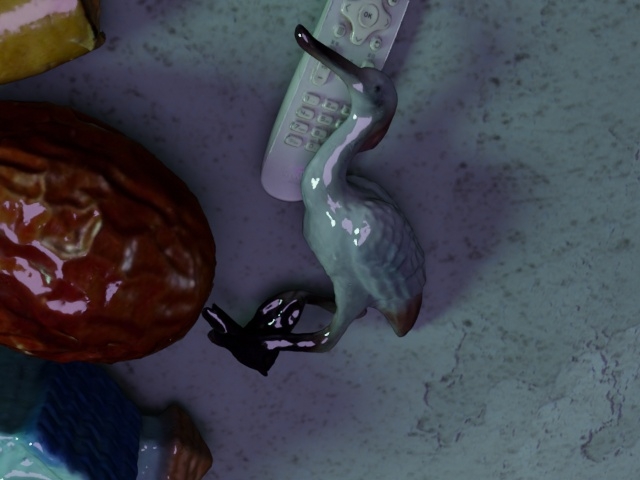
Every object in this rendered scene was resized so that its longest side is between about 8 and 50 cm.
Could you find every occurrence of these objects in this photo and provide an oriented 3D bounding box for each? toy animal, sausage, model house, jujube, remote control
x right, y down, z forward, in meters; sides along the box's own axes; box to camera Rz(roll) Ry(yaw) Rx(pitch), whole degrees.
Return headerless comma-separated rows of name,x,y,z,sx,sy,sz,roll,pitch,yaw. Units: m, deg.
toy animal,0.024,-0.009,1.037,0.195,0.090,0.324,5,122,-27
sausage,-0.303,-0.165,0.968,0.271,0.109,0.108,-8,110,-3
model house,-0.256,0.235,1.045,0.329,0.251,0.294,11,108,-15
jujube,-0.224,-0.007,0.975,0.290,0.197,0.197,24,106,-17
remote control,0.008,-0.138,1.032,0.073,0.044,0.229,13,106,-35
